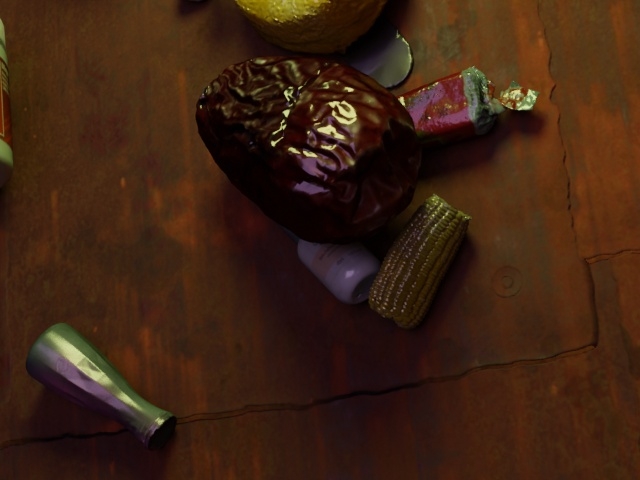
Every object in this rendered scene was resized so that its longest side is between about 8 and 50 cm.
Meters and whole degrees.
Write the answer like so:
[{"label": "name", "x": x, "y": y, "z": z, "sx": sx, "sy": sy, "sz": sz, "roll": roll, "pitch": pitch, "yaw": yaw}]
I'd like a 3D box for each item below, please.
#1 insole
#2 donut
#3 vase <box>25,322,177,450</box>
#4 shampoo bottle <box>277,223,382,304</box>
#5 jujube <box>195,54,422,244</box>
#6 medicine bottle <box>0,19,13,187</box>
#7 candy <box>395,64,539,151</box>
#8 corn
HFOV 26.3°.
[{"label": "insole", "x": 0.019, "y": -0.330, "z": 1.873, "sx": 0.111, "sy": 0.007, "sz": 0.328, "roll": -40, "pitch": 66, "yaw": 10}, {"label": "donut", "x": -0.010, "y": -0.368, "z": 1.836, "sx": 0.253, "sy": 0.118, "sz": 0.253, "roll": -13, "pitch": 67, "yaw": 33}, {"label": "vase", "x": -0.289, "y": 0.200, "z": 1.829, "sx": 0.214, "sy": 0.086, "sz": 0.086, "roll": 33, "pitch": 91, "yaw": 20}, {"label": "shampoo bottle", "x": 0.000, "y": 0.000, "z": 1.763, "sx": 0.074, "sy": 0.074, "sz": 0.192, "roll": -47, "pitch": 60, "yaw": 5}, {"label": "jujube", "x": -0.024, "y": -0.121, "z": 1.707, "sx": 0.342, "sy": 0.216, "sz": 0.216, "roll": 30, "pitch": 89, "yaw": 44}, {"label": "medicine bottle", "x": -0.567, "y": -0.194, "z": 1.936, "sx": 0.253, "sy": 0.252, "sz": 0.240, "roll": -12, "pitch": 73, "yaw": 19}, {"label": "candy", "x": 0.136, "y": -0.158, "z": 1.756, "sx": 0.292, "sy": 0.059, "sz": 0.086, "roll": -16, "pitch": 73, "yaw": 19}, {"label": "corn", "x": 0.124, "y": 0.027, "z": 1.705, "sx": 0.085, "sy": 0.063, "sz": 0.165, "roll": 31, "pitch": 88, "yaw": -11}]
